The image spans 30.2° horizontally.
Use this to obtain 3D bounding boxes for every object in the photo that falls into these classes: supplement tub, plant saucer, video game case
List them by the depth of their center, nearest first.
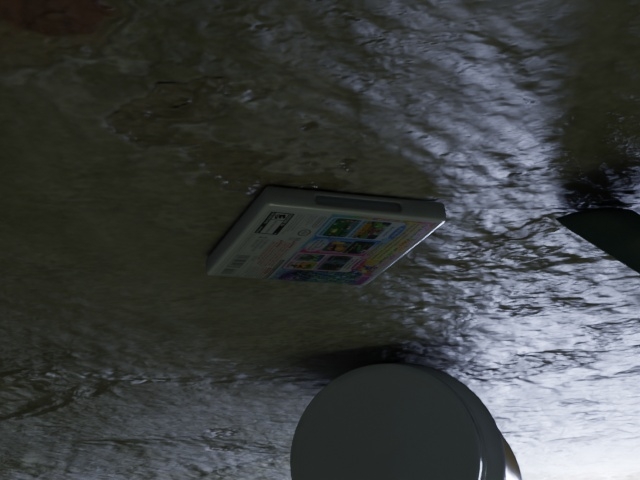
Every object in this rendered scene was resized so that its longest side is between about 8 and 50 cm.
[{"bbox_3d":[0.269,0.020,0.885,0.195,0.037,0.195,29,-171,-5],"label":"plant saucer"},{"bbox_3d":[0.000,0.000,0.929,0.143,0.019,0.157,4,158,-21],"label":"video game case"},{"bbox_3d":[0.105,0.278,1.382,0.241,0.241,0.331,-8,160,12],"label":"supplement tub"}]
